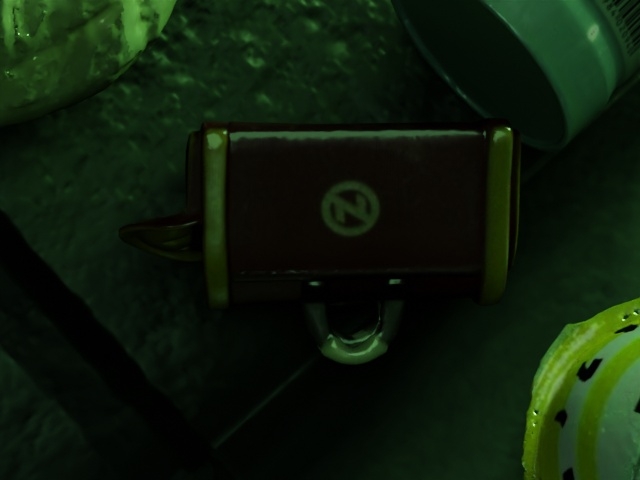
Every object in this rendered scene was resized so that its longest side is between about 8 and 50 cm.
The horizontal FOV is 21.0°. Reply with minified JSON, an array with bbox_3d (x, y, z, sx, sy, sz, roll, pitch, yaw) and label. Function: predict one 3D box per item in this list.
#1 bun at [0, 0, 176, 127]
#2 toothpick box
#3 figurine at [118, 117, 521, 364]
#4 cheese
[{"bbox_3d":[-0.150,-0.154,0.675,0.222,0.127,0.222,1,72,-2],"label":"bun"},{"bbox_3d":[0.115,-0.122,0.693,0.101,0.101,0.153,44,77,9],"label":"toothpick box"},{"bbox_3d":[-0.001,0.000,0.677,0.154,0.082,0.098,-3,95,-3],"label":"figurine"},{"bbox_3d":[0.168,0.061,0.668,0.156,0.064,0.250,34,64,5],"label":"cheese"}]
